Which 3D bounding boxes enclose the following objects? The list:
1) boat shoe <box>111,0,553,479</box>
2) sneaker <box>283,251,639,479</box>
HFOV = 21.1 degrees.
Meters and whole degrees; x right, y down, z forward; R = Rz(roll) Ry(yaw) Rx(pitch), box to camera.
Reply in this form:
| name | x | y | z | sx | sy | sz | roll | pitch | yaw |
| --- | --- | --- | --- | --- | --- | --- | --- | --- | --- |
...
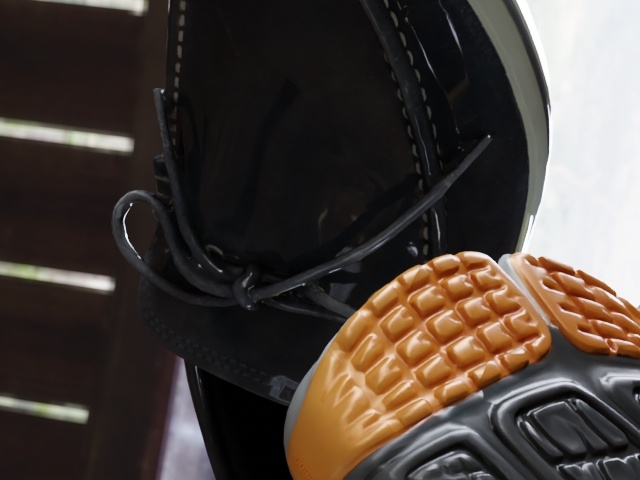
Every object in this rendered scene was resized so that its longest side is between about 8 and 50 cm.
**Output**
| name | x | y | z | sx | sy | sz | roll | pitch | yaw |
| --- | --- | --- | --- | --- | --- | --- | --- | --- | --- |
| boat shoe | 0.000 | 0.000 | 0.835 | 0.156 | 0.187 | 0.500 | -48 | 151 | -30 |
| sneaker | 0.076 | 0.073 | 0.555 | 0.262 | 0.099 | 0.121 | -2 | 141 | -47 |
